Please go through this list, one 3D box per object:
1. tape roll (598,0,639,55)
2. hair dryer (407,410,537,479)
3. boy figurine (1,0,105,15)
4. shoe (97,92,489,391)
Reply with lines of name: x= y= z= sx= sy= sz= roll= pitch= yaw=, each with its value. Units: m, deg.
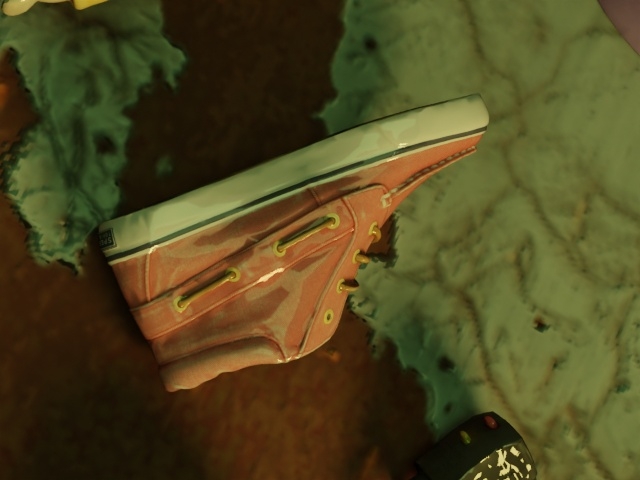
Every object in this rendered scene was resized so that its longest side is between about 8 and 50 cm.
tape roll: x=0.222 y=-0.164 z=0.745 sx=0.189 sy=0.080 sz=0.189 roll=1 pitch=87 yaw=-18
hair dryer: x=0.014 y=0.225 z=0.647 sx=0.294 sy=0.080 sz=0.223 roll=-25 pitch=95 yaw=-18
boy figurine: x=-0.095 y=-0.181 z=0.633 sx=0.285 sy=0.092 sz=0.177 roll=-6 pitch=88 yaw=-20
shoe: x=0.000 y=0.000 z=0.670 sx=0.178 sy=0.063 sz=0.081 roll=-22 pitch=95 yaw=-14
